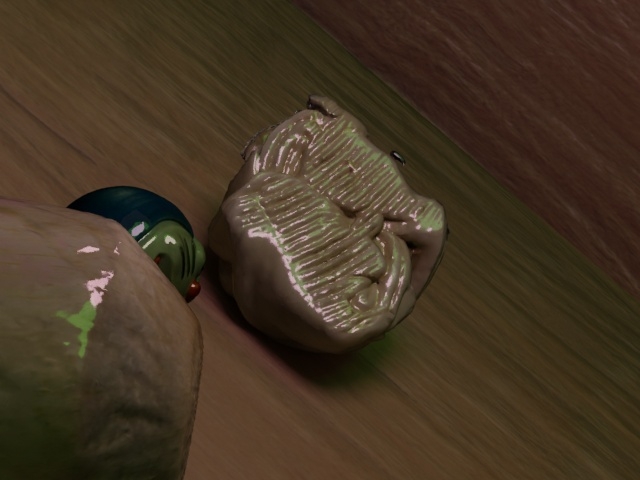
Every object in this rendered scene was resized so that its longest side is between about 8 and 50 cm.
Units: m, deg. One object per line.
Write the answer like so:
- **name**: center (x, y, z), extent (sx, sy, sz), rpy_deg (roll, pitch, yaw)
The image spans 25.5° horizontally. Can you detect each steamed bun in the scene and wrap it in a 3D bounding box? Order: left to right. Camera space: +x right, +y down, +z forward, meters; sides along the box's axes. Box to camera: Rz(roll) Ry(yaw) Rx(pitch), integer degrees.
- **steamed bun**: center (0.000, 0.000, 2.092), extent (0.346, 0.237, 0.394), rpy_deg (6, 65, -16)

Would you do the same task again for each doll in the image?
- **doll**: center (-0.265, 0.042, 1.688), extent (0.186, 0.198, 0.322), rpy_deg (33, 30, 20)

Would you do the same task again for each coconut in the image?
- **coconut**: center (-0.313, 0.136, 1.261), extent (0.415, 0.415, 0.344), rpy_deg (23, 58, -31)
